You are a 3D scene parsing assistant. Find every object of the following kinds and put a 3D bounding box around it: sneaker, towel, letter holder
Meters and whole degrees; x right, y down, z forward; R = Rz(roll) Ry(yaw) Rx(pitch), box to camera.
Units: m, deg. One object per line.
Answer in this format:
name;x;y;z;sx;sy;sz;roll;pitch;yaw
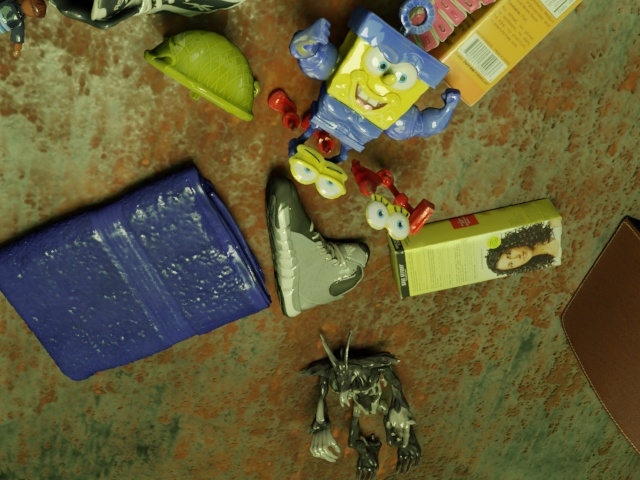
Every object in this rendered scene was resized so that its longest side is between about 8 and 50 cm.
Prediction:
sneaker;-0.178;-0.259;0.782;0.235;0.153;0.094;8;123;-13
towel;-0.246;0.046;1.027;0.308;0.076;0.227;-22;117;6
sneaker;0.156;-0.286;0.861;0.063;0.074;0.170;35;123;-28
letter holder;0.488;0.148;1.065;0.152;0.301;0.214;15;120;-18
sneaker;0.000;0.000;1.032;0.132;0.086;0.228;-10;134;-8

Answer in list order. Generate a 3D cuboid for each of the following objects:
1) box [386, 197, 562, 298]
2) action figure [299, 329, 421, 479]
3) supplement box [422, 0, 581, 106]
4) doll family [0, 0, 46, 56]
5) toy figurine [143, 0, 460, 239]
box;0.214;0.011;1.079;0.232;0.058;0.087;-13;124;0
action figure;0.068;0.266;1.176;0.164;0.141;0.275;-16;126;15
supplement box;0.227;-0.268;0.887;0.233;0.078;0.080;-42;116;17
doll family;-0.358;-0.282;0.792;0.111;0.076;0.193;-20;129;-1
toy figurine;0.023;-0.190;0.838;0.363;0.191;0.217;31;112;-19
